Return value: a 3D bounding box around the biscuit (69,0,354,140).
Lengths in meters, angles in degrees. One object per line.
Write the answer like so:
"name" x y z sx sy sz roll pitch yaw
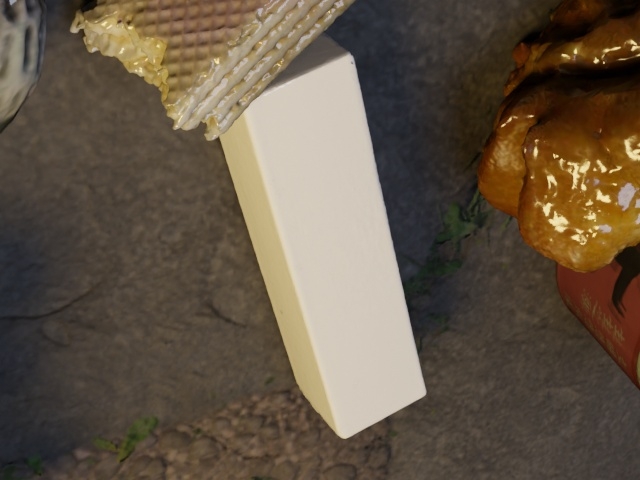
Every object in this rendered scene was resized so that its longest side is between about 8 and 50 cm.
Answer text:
"biscuit" -0.026 -0.169 0.710 0.239 0.108 0.062 -45 152 0

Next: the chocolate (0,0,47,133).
"chocolate" -0.188 -0.155 0.626 0.110 0.110 0.248 -6 116 -28

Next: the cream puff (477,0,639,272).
"cream puff" 0.238 -0.098 0.852 0.155 0.241 0.269 44 62 -46

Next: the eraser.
"eraser" 0.000 -0.001 0.851 0.078 0.076 0.298 -27 129 -15

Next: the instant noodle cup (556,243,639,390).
"instant noodle cup" 0.314 0.035 0.993 0.235 0.178 0.234 -15 125 -22
